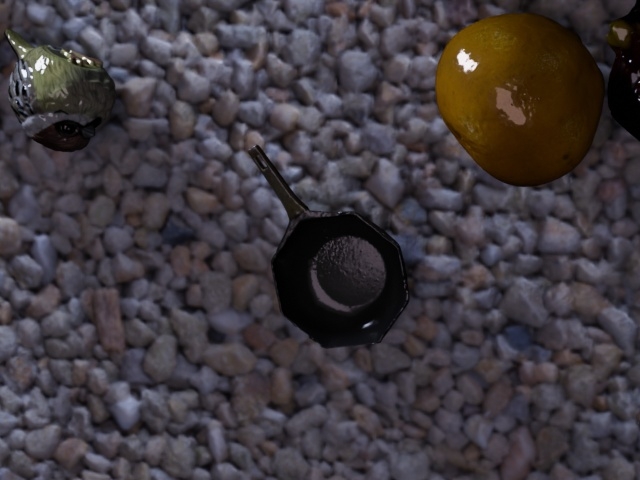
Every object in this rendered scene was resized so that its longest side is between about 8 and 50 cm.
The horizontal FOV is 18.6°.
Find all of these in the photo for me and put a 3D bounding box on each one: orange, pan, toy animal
[{"bbox_3d":[0.176,-0.125,1.693,0.136,0.159,0.159,-38,91,-3],"label":"orange"},{"bbox_3d":[0.016,-0.003,1.820,0.128,0.048,0.202,-7,103,16],"label":"pan"},{"bbox_3d":[-0.259,-0.140,1.845,0.137,0.098,0.098,28,110,25],"label":"toy animal"}]

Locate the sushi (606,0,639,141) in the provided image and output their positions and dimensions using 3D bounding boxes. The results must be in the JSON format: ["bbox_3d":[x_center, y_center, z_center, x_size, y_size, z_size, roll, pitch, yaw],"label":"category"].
[{"bbox_3d":[0.320,-0.145,1.648,0.172,0.153,0.150,41,90,-17],"label":"sushi"}]
